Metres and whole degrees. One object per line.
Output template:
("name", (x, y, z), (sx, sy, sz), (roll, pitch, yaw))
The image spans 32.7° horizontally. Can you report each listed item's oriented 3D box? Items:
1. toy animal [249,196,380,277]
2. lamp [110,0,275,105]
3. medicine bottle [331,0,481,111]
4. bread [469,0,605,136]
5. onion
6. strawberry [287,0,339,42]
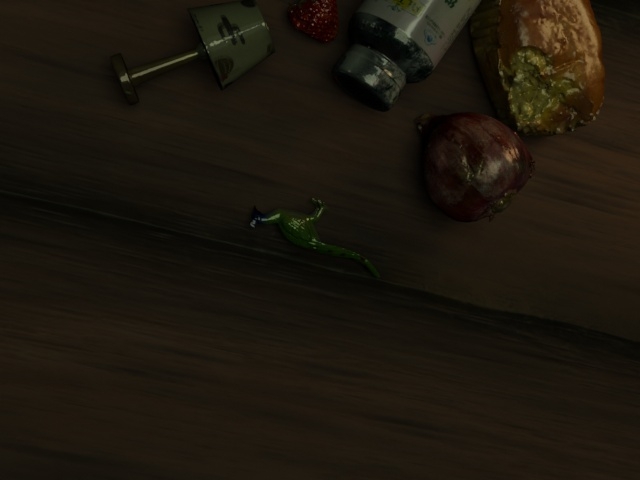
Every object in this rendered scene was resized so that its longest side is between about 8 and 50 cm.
("toy animal", (0.005, -0.016, 1.591), (0.217, 0.041, 0.075), (23, 88, -19))
("lamp", (-0.174, -0.255, 1.492), (0.215, 0.121, 0.121), (-21, 98, -5))
("medicine bottle", (0.136, -0.328, 1.561), (0.141, 0.141, 0.293), (36, 83, -14))
("bread", (0.326, -0.278, 1.622), (0.179, 0.133, 0.250), (-10, 96, -19))
("onion", (0.209, -0.122, 1.597), (0.159, 0.159, 0.195), (-38, 71, -11))
("strawberry", (-0.003, -0.320, 1.564), (0.073, 0.073, 0.083), (-46, 116, -9))
